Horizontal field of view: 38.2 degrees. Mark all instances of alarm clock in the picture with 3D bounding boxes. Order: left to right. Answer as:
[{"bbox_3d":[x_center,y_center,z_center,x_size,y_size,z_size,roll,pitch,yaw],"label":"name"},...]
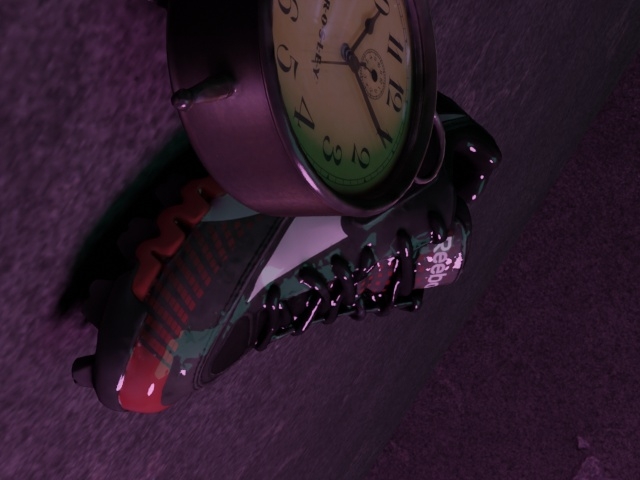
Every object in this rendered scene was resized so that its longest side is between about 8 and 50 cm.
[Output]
[{"bbox_3d":[0.005,-0.068,0.389,0.192,0.064,0.129,27,68,-50],"label":"alarm clock"}]

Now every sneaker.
[{"bbox_3d":[0.000,0.000,0.482,0.276,0.135,0.097,-45,162,-33],"label":"sneaker"}]
